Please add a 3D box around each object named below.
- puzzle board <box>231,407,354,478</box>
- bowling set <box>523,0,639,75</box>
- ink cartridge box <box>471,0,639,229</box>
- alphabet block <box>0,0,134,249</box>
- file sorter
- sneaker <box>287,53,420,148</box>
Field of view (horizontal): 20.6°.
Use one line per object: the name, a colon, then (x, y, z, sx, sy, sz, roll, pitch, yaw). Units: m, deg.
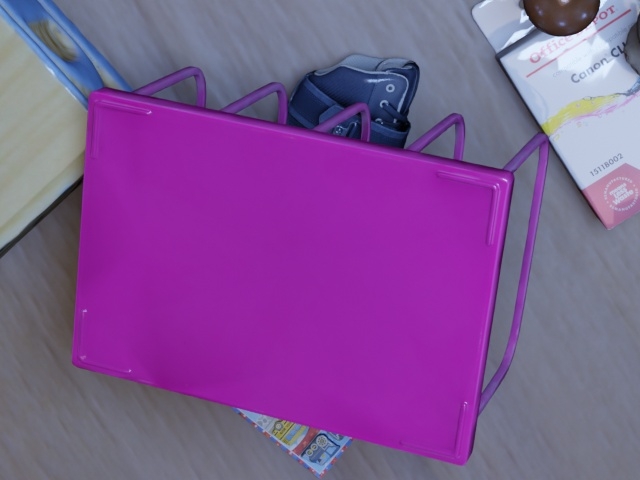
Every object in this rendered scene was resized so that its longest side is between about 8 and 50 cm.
puzzle board: (0.003, 0.118, 1.433, 0.096, 0.011, 0.128, 38, 98, -4)
bowling set: (0.241, -0.198, 1.258, 0.199, 0.154, 0.287, -8, 85, 6)
ink cartridge box: (0.213, -0.123, 1.354, 0.115, 0.067, 0.198, -33, 96, 7)
alphabet block: (-0.269, -0.091, 1.319, 0.197, 0.192, 0.193, -42, 94, 9)
file sorter: (0.000, 0.000, 1.244, 0.290, 0.182, 0.202, 13, 110, 16)
sneaker: (0.065, -0.047, 1.364, 0.226, 0.086, 0.163, 30, 102, -2)
